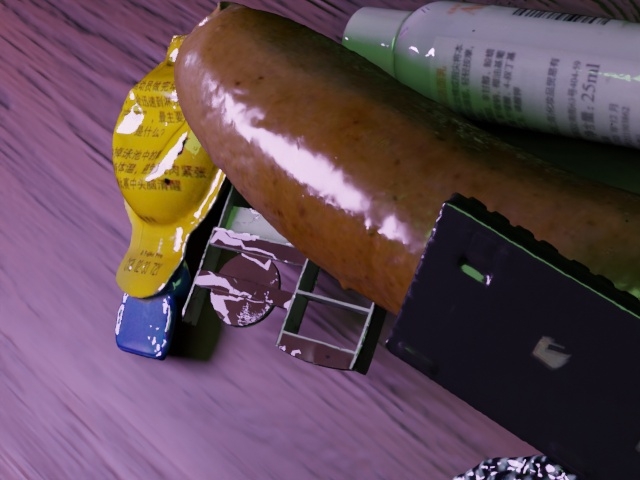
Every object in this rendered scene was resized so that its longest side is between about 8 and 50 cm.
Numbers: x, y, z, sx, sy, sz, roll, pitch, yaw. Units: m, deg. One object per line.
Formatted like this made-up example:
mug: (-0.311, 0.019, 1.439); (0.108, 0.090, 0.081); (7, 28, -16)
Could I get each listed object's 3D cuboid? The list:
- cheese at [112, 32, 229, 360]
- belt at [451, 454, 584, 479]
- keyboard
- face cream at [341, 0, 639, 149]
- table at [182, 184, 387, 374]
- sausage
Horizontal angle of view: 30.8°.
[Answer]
cheese: (-0.119, -0.035, 0.892); (0.156, 0.064, 0.250); (8, 87, 50)
belt: (0.149, 0.241, 0.604); (0.207, 0.150, 0.258); (-32, 59, 40)
keyboard: (0.176, 0.090, 0.527); (0.317, 0.027, 0.106); (34, 122, 20)
face cream: (0.136, -0.115, 0.778); (0.269, 0.082, 0.082); (15, 82, 30)
table: (0.000, 0.000, 0.824); (0.146, 0.062, 0.175); (13, 79, 30)
sausage: (0.077, -0.014, 0.682); (0.500, 0.123, 0.136); (30, 96, 34)
